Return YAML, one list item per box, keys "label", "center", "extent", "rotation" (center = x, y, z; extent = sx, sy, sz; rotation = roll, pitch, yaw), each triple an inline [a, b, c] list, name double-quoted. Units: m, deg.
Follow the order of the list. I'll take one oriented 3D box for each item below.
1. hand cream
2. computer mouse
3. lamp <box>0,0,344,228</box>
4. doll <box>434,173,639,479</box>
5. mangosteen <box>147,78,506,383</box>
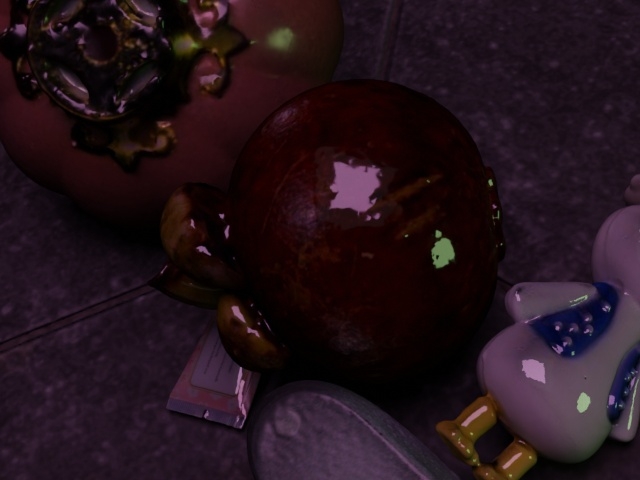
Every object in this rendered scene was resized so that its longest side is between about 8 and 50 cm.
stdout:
- label: "hand cream"
  center: [-0.050, 0.046, 0.972]
  extent: [0.067, 0.043, 0.210]
  rotation: [12, 63, 23]
- label: "computer mouse"
  center: [0.043, 0.186, 0.827]
  extent: [0.113, 0.068, 0.229]
  rotation: [-45, 67, 2]
- label: "lamp"
  center: [-0.135, -0.155, 0.978]
  extent: [0.305, 0.306, 0.239]
  rotation: [-4, 9, 10]
- label: "doll"
  center: [0.202, 0.056, 0.857]
  extent: [0.293, 0.119, 0.138]
  rotation: [-42, 99, -18]
- label: "mangosteen"
  center: [0.000, 0.000, 0.878]
  extent: [0.257, 0.215, 0.215]
  rotation: [-10, 52, 4]
